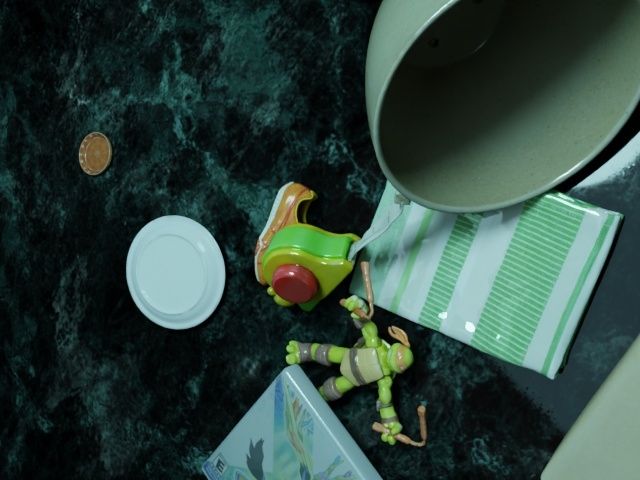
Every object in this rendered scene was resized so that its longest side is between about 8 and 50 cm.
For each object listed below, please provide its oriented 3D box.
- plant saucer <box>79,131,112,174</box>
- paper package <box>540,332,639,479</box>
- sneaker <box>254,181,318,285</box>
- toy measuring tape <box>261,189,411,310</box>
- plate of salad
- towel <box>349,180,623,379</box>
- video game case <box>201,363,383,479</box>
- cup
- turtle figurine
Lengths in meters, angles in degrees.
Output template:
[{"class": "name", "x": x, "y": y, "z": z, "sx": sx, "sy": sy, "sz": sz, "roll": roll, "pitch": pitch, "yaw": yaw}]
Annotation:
[{"class": "plant saucer", "x": -0.435, "y": -0.168, "z": 1.324, "sx": 0.083, "sy": 0.013, "sz": 0.083, "roll": -1, "pitch": 88, "yaw": 28}, {"class": "paper package", "x": 0.445, "y": 0.212, "z": 0.685, "sx": 0.309, "sy": 0.168, "sz": 0.325, "roll": 40, "pitch": 121, "yaw": 29}, {"class": "sneaker", "x": -0.057, "y": -0.005, "z": 1.083, "sx": 0.067, "sy": 0.064, "sz": 0.175, "roll": 25, "pitch": 103, "yaw": 17}, {"class": "toy measuring tape", "x": 0.000, "y": 0.000, "z": 0.971, "sx": 0.121, "sy": 0.121, "sz": 0.330, "roll": 59, "pitch": 138, "yaw": 17}, {"class": "plate of salad", "x": -0.252, "y": 0.055, "z": 1.196, "sx": 0.200, "sy": 0.048, "sz": 0.200, "roll": 1, "pitch": 94, "yaw": 20}, {"class": "towel", "x": 0.213, "y": 0.020, "z": 0.947, "sx": 0.325, "sy": 0.038, "sz": 0.248, "roll": 23, "pitch": 100, "yaw": 27}, {"class": "video game case", "x": -0.022, "y": 0.400, "z": 1.021, "sx": 0.329, "sy": 0.036, "sz": 0.300, "roll": 51, "pitch": 125, "yaw": 20}, {"class": "cup", "x": 0.191, "y": -0.234, "z": 0.838, "sx": 0.331, "sy": 0.331, "sz": 0.237, "roll": -39, "pitch": 44, "yaw": 22}, {"class": "turtle figurine", "x": 0.053, "y": 0.171, "z": 1.000, "sx": 0.217, "sy": 0.087, "sz": 0.269, "roll": -17, "pitch": 93, "yaw": 37}]
